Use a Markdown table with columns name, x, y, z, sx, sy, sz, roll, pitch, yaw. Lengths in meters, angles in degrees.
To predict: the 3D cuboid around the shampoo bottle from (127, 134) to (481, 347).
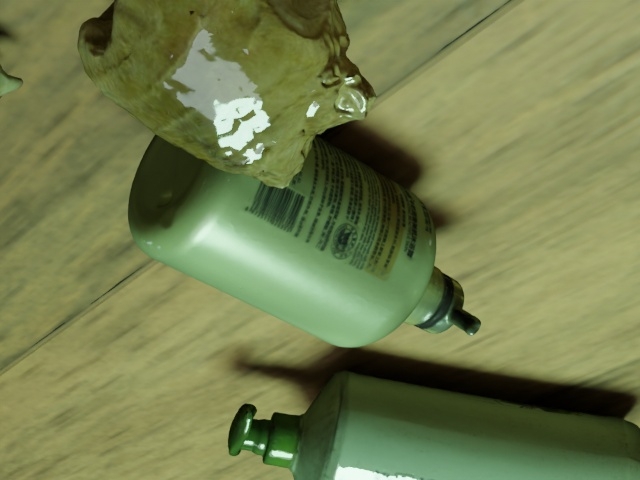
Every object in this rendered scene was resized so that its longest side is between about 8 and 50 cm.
| name | x | y | z | sx | sy | sz | roll | pitch | yaw |
| --- | --- | --- | --- | --- | --- | --- | --- | --- | --- |
| shampoo bottle | 0.000 | 0.000 | 0.608 | 0.162 | 0.079 | 0.079 | 28 | 144 | -32 |

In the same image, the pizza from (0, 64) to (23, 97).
| name | x | y | z | sx | sy | sz | roll | pitch | yaw |
| --- | --- | --- | --- | --- | --- | --- | --- | --- | --- |
| pizza | -0.199 | -0.007 | 0.575 | 0.193 | 0.201 | 0.053 | -32 | 102 | 26 |

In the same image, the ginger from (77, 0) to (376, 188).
| name | x | y | z | sx | sy | sz | roll | pitch | yaw |
| --- | --- | --- | --- | --- | --- | --- | --- | --- | --- |
| ginger | -0.054 | -0.087 | 0.488 | 0.096 | 0.067 | 0.165 | -13 | 131 | 31 |

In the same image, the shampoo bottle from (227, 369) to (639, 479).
| name | x | y | z | sx | sy | sz | roll | pitch | yaw |
| --- | --- | --- | --- | --- | --- | --- | --- | --- | --- |
| shampoo bottle | 0.062 | 0.132 | 0.812 | 0.234 | 0.087 | 0.118 | 11 | 149 | -5 |
